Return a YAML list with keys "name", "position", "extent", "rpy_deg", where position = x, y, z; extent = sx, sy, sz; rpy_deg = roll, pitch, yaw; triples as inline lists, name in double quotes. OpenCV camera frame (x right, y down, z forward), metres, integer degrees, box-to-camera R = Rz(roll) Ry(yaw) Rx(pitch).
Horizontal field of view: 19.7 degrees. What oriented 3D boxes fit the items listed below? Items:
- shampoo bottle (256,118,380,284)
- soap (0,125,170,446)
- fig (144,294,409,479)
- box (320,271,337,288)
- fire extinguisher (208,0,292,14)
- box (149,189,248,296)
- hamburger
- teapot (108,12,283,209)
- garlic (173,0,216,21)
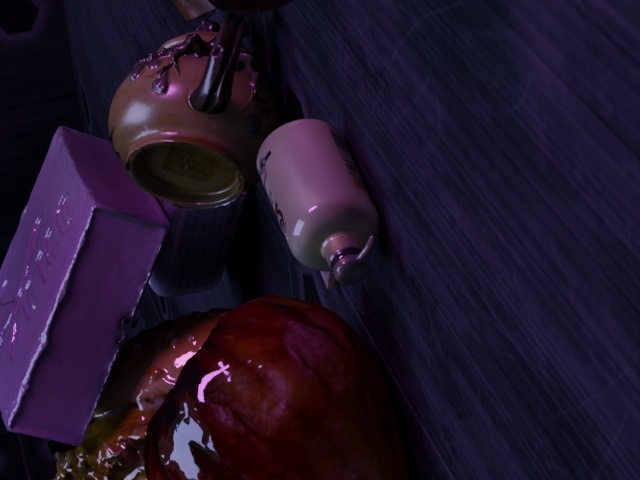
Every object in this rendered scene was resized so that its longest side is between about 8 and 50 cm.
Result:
- name: "shampoo bottle"
  position: [0.003, -0.025, 1.523]
  extent: [0.079, 0.079, 0.162]
  rpy_deg: [89, 164, -44]
- name: "soap"
  position: [-0.293, 0.047, 2.164]
  extent: [0.296, 0.107, 0.285]
  rpy_deg: [-66, 24, 13]
- name: "fig"
  position: [-0.034, 0.182, 1.590]
  extent: [0.224, 0.224, 0.263]
  rpy_deg: [175, 77, -79]
- name: "box"
  position: [0.000, 0.000, 1.732]
  extent: [0.046, 0.012, 0.083]
  rpy_deg: [94, 162, -50]
- name: "fire extinguisher"
  position: [-0.086, -0.366, 1.589]
  extent: [0.138, 0.102, 0.344]
  rpy_deg: [-51, 47, 45]
- name: "box"
  position: [-0.167, -0.072, 2.231]
  extent: [0.370, 0.112, 0.190]
  rpy_deg: [109, 146, -70]
- name: "hamburger"
  position: [-0.189, 0.249, 2.247]
  extent: [0.445, 0.287, 0.268]
  rpy_deg: [122, 136, -69]
- name: "teapot"
  position: [-0.115, -0.144, 1.831]
  extent: [0.269, 0.173, 0.183]
  rpy_deg: [117, 166, -57]
- name: "garlic"
  position: [-0.117, -0.281, 1.857]
  extent: [0.101, 0.087, 0.195]
  rpy_deg: [65, 166, -5]
